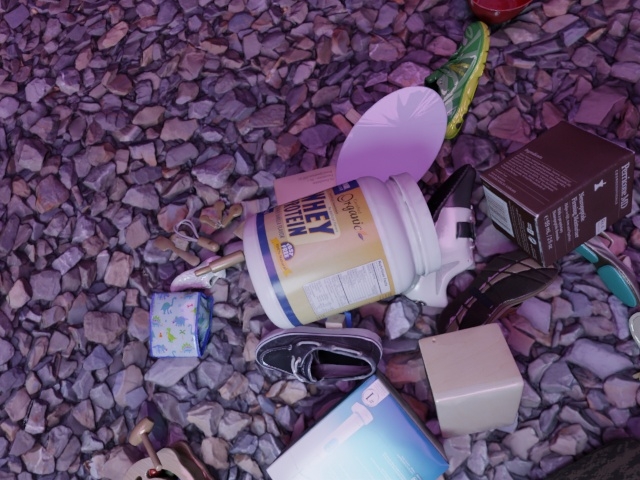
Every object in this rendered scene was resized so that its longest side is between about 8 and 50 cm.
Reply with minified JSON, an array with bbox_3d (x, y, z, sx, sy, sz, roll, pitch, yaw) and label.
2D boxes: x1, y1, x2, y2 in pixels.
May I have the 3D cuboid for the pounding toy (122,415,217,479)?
[{"bbox_3d":[-0.356,0.540,0.880,0.269,0.155,0.154,42,85,16],"label":"pounding toy"}]

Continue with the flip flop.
[{"bbox_3d":[0.370,0.128,0.857,0.277,0.080,0.112,-43,47,4],"label":"flip flop"}]

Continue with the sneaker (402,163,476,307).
[{"bbox_3d":[0.286,-0.006,0.894,0.146,0.122,0.330,28,84,-3],"label":"sneaker"}]

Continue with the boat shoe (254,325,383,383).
[{"bbox_3d":[-0.019,0.256,0.867,0.301,0.102,0.108,-5,110,20],"label":"boat shoe"}]

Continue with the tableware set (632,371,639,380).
[{"bbox_3d":[0.692,0.269,0.743,0.168,0.020,0.141,44,131,22],"label":"tableware set"}]

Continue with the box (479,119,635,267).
[{"bbox_3d":[0.466,-0.093,0.807,0.203,0.168,0.167,-34,40,4],"label":"box"}]

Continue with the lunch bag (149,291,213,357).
[{"bbox_3d":[-0.337,0.205,0.974,0.128,0.096,0.151,-4,69,10],"label":"lunch bag"}]

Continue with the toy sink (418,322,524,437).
[{"bbox_3d":[0.292,0.281,0.802,0.152,0.234,0.131,-15,47,9],"label":"toy sink"}]

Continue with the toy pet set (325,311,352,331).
[{"bbox_3d":[0.034,0.216,0.929,0.122,0.065,0.114,1,112,18],"label":"toy pet set"}]

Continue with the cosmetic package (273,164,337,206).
[{"bbox_3d":[0.000,0.000,0.940,0.160,0.113,0.309,-14,76,7],"label":"cosmetic package"}]

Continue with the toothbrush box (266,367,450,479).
[{"bbox_3d":[0.076,0.447,0.828,0.295,0.126,0.216,-42,75,0],"label":"toothbrush box"}]

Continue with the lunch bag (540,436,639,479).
[{"bbox_3d":[0.520,0.534,0.678,0.305,0.212,0.256,-34,74,4],"label":"lunch bag"}]

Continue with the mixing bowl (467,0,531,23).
[{"bbox_3d":[0.435,-0.601,0.979,0.181,0.098,0.181,-2,78,11],"label":"mixing bowl"}]

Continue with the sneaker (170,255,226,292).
[{"bbox_3d":[-0.307,0.098,1.011,0.152,0.054,0.061,-30,78,4],"label":"sneaker"}]

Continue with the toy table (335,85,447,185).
[{"bbox_3d":[0.150,-0.205,0.893,0.274,0.161,0.252,-39,96,16],"label":"toy table"}]

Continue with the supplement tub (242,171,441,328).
[{"bbox_3d":[0.039,0.014,0.754,0.316,0.228,0.228,-19,76,3],"label":"supplement tub"}]

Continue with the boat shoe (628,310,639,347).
[{"bbox_3d":[0.715,0.227,0.783,0.079,0.084,0.233,-26,63,-34],"label":"boat shoe"}]

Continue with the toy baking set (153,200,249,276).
[{"bbox_3d":[-0.275,-0.001,1.010,0.256,0.030,0.197,-27,58,-12],"label":"toy baking set"}]

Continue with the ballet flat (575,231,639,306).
[{"bbox_3d":[0.596,0.036,0.836,0.068,0.072,0.213,-37,74,-2],"label":"ballet flat"}]

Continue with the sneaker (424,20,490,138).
[{"bbox_3d":[0.315,-0.392,0.956,0.123,0.109,0.295,20,84,10],"label":"sneaker"}]
